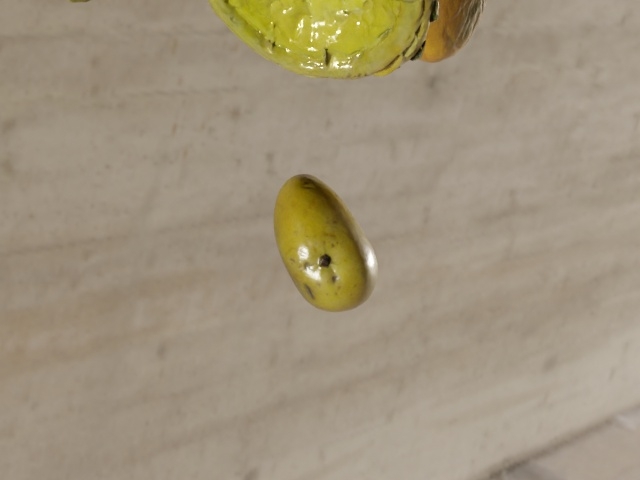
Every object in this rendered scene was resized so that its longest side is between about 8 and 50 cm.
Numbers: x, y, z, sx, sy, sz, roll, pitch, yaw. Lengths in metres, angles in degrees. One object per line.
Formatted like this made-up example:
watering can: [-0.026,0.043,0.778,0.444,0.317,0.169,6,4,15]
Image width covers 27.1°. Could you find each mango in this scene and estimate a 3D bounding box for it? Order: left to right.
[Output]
mango: [0.000,0.000,1.532,0.098,0.137,0.195,-31,-142,5]
mango: [0.164,-0.432,2.027,0.187,0.359,0.144,4,-143,16]

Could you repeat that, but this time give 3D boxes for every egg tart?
egg tart: [0.002,-0.351,1.667,0.345,0.345,0.132,20,-120,13]

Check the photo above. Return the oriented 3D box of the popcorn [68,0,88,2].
popcorn: [-0.197,-0.343,1.254,0.217,0.235,0.181,2,158,0]
